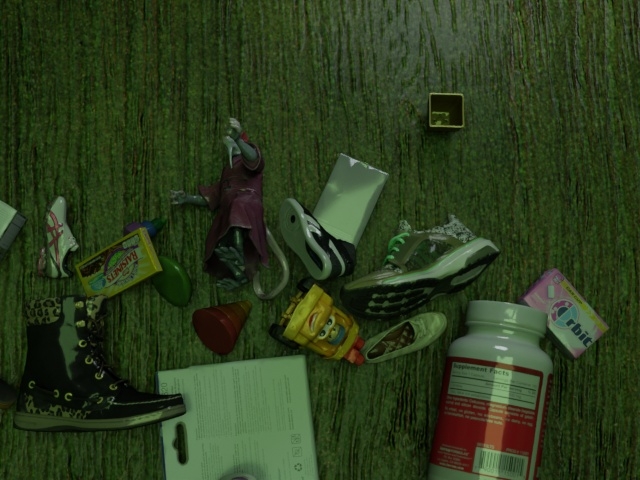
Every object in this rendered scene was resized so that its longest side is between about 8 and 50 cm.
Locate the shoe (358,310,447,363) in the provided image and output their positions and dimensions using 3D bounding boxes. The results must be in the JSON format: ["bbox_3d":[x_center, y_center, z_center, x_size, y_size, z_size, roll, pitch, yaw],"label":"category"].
[{"bbox_3d":[0.189,0.220,1.913,0.219,0.058,0.076,-24,82,-7],"label":"shoe"}]

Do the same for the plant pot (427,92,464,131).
[{"bbox_3d":[0.286,-0.292,1.995,0.081,0.083,0.081,1,81,-3],"label":"plant pot"}]

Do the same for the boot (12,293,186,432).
[{"bbox_3d":[-0.471,0.256,1.803,0.378,0.138,0.284,-5,82,16],"label":"boot"}]

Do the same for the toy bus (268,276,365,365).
[{"bbox_3d":[0.012,0.194,1.831,0.211,0.220,0.149,34,82,-2],"label":"toy bus"}]

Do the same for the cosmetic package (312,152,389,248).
[{"bbox_3d":[0.050,-0.063,1.935,0.127,0.107,0.237,26,77,2],"label":"cosmetic package"}]

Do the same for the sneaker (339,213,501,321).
[{"bbox_3d":[0.193,0.046,1.882,0.411,0.158,0.182,-16,58,-32],"label":"sneaker"}]

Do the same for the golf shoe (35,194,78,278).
[{"bbox_3d":[-0.580,-0.007,1.908,0.086,0.067,0.186,7,89,-6],"label":"golf shoe"}]

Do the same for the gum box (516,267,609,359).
[{"bbox_3d":[0.545,0.164,1.941,0.107,0.062,0.188,-40,85,-9],"label":"gum box"}]

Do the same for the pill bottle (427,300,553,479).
[{"bbox_3d":[0.368,0.342,1.817,0.229,0.229,0.407,11,79,-1],"label":"pill bottle"}]

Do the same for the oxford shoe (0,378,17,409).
[{"bbox_3d":[-0.728,0.328,1.817,0.212,0.076,0.076,12,101,28],"label":"oxford shoe"}]

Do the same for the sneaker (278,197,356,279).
[{"bbox_3d":[0.000,0.000,1.840,0.121,0.079,0.216,1,47,-40],"label":"sneaker"}]

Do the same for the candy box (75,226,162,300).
[{"bbox_3d":[-0.443,0.060,1.869,0.206,0.027,0.105,-27,84,26],"label":"candy box"}]

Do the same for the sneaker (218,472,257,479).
[{"bbox_3d":[-0.179,0.590,1.756,0.152,0.114,0.305,18,120,-21],"label":"sneaker"}]

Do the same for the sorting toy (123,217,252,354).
[{"bbox_3d":[-0.282,0.082,1.906,0.365,0.127,0.126,47,52,8],"label":"sorting toy"}]

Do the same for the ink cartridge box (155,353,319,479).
[{"bbox_3d":[-0.177,0.424,1.853,0.330,0.071,0.323,-6,81,-1],"label":"ink cartridge box"}]

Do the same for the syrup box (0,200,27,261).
[{"bbox_3d":[-0.755,0.021,1.876,0.096,0.093,0.236,29,80,2],"label":"syrup box"}]

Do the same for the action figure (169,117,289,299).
[{"bbox_3d":[-0.163,-0.094,1.883,0.276,0.248,0.370,25,50,-31],"label":"action figure"}]
